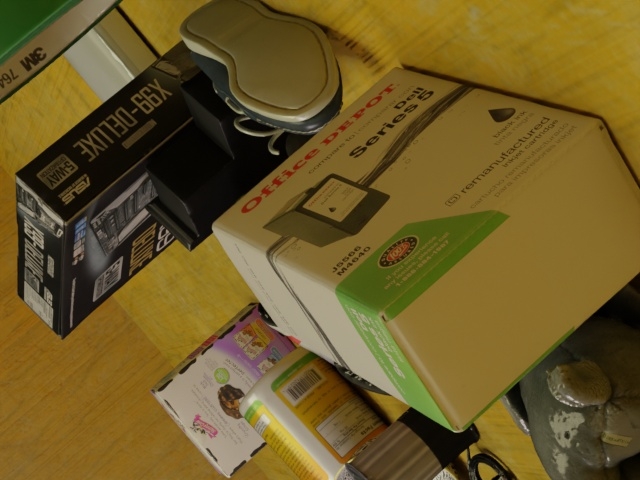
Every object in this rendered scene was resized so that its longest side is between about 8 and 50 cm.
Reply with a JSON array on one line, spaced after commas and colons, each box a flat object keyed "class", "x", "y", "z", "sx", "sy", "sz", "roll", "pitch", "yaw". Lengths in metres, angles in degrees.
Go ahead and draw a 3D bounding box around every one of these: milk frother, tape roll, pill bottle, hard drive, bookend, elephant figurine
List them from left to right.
[{"class": "tape roll", "x": -0.265, "y": -0.195, "z": 1.520, "sx": 0.077, "sy": 0.321, "sz": 0.321, "roll": 51, "pitch": 167, "yaw": -4}, {"class": "hard drive", "x": -0.192, "y": -0.148, "z": 2.037, "sx": 0.353, "sy": 0.047, "sz": 0.233, "roll": 51, "pitch": 167, "yaw": -5}, {"class": "bookend", "x": -0.104, "y": -0.096, "z": 1.643, "sx": 0.072, "sy": 0.157, "sz": 0.156, "roll": 42, "pitch": 166, "yaw": 28}, {"class": "pill bottle", "x": 0.018, "y": 0.270, "z": 2.340, "sx": 0.245, "sy": 0.136, "sz": 0.136, "roll": 47, "pitch": 167, "yaw": 12}, {"class": "milk frother", "x": 0.127, "y": 0.267, "z": 1.972, "sx": 0.143, "sy": 0.135, "sz": 0.129, "roll": 42, "pitch": 166, "yaw": 30}, {"class": "elephant figurine", "x": 0.180, "y": 0.087, "z": 1.275, "sx": 0.239, "sy": 0.169, "sz": 0.186, "roll": -122, "pitch": 31, "yaw": -48}]

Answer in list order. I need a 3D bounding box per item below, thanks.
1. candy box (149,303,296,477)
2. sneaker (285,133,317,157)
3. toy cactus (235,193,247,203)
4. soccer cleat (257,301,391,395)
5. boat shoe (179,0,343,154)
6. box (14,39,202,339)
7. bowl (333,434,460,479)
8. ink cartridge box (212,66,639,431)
[{"class": "candy box", "x": -0.117, "y": 0.214, "z": 2.494, "sx": 0.165, "sy": 0.196, "sz": 0.070, "roll": 52, "pitch": 167, "yaw": -8}, {"class": "sneaker", "x": 0.045, "y": -0.034, "z": 1.565, "sx": 0.178, "sy": 0.072, "sz": 0.077, "roll": 54, "pitch": -179, "yaw": 15}, {"class": "toy cactus", "x": 0.000, "y": 0.000, "z": 1.710, "sx": 0.219, "sy": 0.112, "sz": 0.180, "roll": 25, "pitch": -160, "yaw": -21}, {"class": "soccer cleat", "x": 0.052, "y": 0.101, "z": 1.869, "sx": 0.116, "sy": 0.108, "sz": 0.318, "roll": 31, "pitch": 175, "yaw": -32}, {"class": "boat shoe", "x": -0.043, "y": -0.135, "z": 1.466, "sx": 0.254, "sy": 0.095, "sz": 0.079, "roll": 33, "pitch": 158, "yaw": 55}, {"class": "box", "x": -0.203, "y": -0.051, "z": 1.800, "sx": 0.076, "sy": 0.242, "sz": 0.307, "roll": 44, "pitch": 156, "yaw": 11}, {"class": "bowl", "x": 0.104, "y": 0.293, "z": 2.189, "sx": 0.170, "sy": 0.080, "sz": 0.170, "roll": 6, "pitch": 132, "yaw": 7}, {"class": "ink cartridge box", "x": 0.073, "y": -0.005, "z": 1.220, "sx": 0.114, "sy": 0.198, "sz": 0.273, "roll": 56, "pitch": 165, "yaw": -26}]
